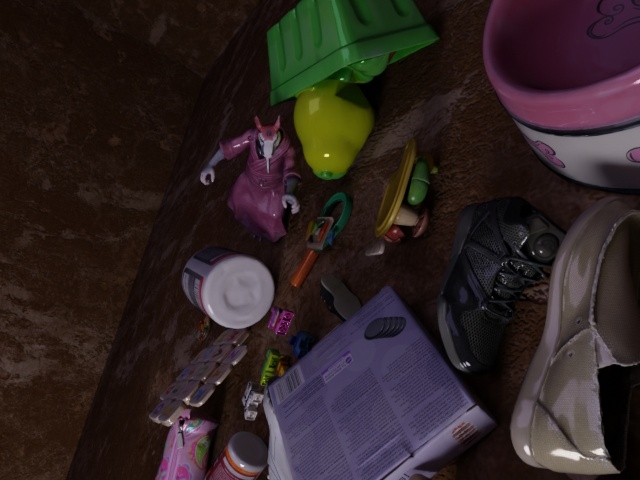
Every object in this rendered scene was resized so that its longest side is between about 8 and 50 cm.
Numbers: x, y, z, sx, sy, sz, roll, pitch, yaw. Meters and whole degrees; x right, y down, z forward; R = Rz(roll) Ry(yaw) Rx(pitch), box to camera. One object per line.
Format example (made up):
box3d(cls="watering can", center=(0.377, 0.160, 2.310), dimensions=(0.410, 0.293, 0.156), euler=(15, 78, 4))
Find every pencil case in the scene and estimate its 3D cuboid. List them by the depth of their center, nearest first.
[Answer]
box3d(cls="pencil case", center=(-0.317, 0.530, 1.072), dimensions=(0.124, 0.124, 0.284), euler=(-22, 52, 53))

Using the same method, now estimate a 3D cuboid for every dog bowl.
box3d(cls="dog bowl", center=(0.351, -0.262, 0.493), dimensions=(0.408, 0.150, 0.408), euler=(-40, 38, 41))

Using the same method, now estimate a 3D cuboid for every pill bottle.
box3d(cls="pill bottle", center=(-0.170, 0.451, 0.915), dimensions=(0.152, 0.086, 0.086), euler=(-57, 29, 16))
box3d(cls="pill bottle", center=(-0.256, 0.108, 1.228), dimensions=(0.318, 0.176, 0.176), euler=(9, 77, 61))

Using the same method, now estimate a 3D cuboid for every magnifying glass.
box3d(cls="magnifying glass", center=(0.000, 0.000, 1.036), dimensions=(0.231, 0.026, 0.092), euler=(-59, 29, 10))

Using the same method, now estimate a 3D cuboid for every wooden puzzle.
box3d(cls="wooden puzzle", center=(-0.003, -0.017, 1.013), dimensions=(0.116, 0.014, 0.079), euler=(-8, 62, 57))

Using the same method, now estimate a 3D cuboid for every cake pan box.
box3d(cls="cake pan box", center=(0.057, 0.222, 0.640), dimensions=(0.267, 0.070, 0.246), euler=(-42, 30, 5))

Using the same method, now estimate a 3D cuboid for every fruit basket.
box3d(cls="fruit basket", center=(0.051, -0.332, 1.030), dimensions=(0.392, 0.283, 0.392), euler=(41, 145, 38))

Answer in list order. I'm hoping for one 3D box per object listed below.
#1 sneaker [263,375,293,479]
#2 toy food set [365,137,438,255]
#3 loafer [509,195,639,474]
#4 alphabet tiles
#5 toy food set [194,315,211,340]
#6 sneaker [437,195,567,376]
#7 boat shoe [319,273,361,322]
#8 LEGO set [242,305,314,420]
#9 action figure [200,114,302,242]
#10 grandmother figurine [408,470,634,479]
box3d(cls="sneaker", center=(-0.049, 0.346, 0.773), dimensions=(0.129, 0.111, 0.297), euler=(-61, 27, 20))
box3d(cls="toy food set", center=(0.146, -0.060, 0.792), dimensions=(0.128, 0.071, 0.218), euler=(128, 162, -76))
box3d(cls="loafer", center=(0.263, 0.088, 0.438), dimensions=(0.092, 0.102, 0.269), euler=(9, 76, 53))
box3d(cls="alphabet tiles", center=(-0.290, 0.320, 1.151), dimensions=(0.278, 0.021, 0.284), euler=(-20, 24, 54))
box3d(cls="toy food set", center=(-0.357, 0.267, 1.447), dimensions=(0.083, 0.020, 0.083), euler=(-20, 53, 53))
box3d(cls="sneaker", center=(0.214, 0.046, 0.560), dimensions=(0.130, 0.087, 0.228), euler=(-23, 45, 61))
box3d(cls="boat shoe", center=(0.037, 0.114, 0.866), dimensions=(0.133, 0.049, 0.042), euler=(-130, 39, -52))
box3d(cls="LEGO set", center=(-0.083, 0.232, 0.941), dimensions=(0.227, 0.087, 0.093), euler=(-69, 24, 8))
box3d(cls="action figure", center=(-0.115, -0.166, 1.135), dimensions=(0.276, 0.248, 0.370), euler=(-56, -8, -36))
box3d(cls="grandmother figurine", center=(0.209, 0.275, 0.389), dimensions=(0.342, 0.104, 0.208), euler=(-18, 40, 52))
